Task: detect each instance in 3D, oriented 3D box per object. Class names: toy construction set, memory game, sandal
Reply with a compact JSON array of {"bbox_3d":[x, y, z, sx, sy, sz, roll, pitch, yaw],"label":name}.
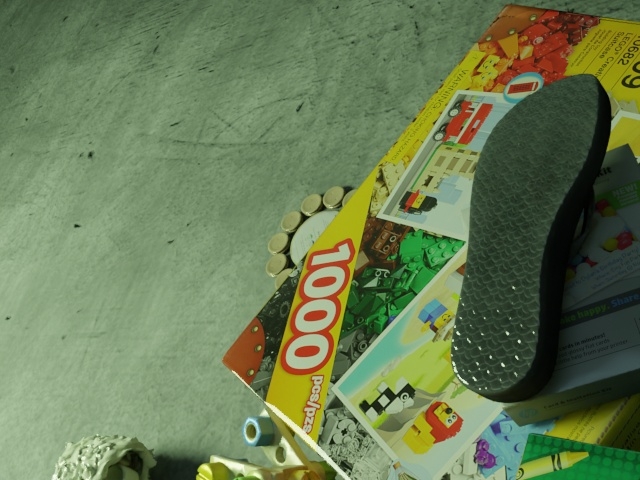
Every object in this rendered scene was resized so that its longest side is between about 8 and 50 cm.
[{"bbox_3d":[0.001,0.302,0.666,0.327,0.151,0.215,15,94,59],"label":"toy construction set"},{"bbox_3d":[0.000,0.000,1.046,0.186,0.012,0.186,-22,45,24],"label":"memory game"},{"bbox_3d":[0.156,-0.005,0.553,0.097,0.054,0.255,3,69,48],"label":"sandal"}]

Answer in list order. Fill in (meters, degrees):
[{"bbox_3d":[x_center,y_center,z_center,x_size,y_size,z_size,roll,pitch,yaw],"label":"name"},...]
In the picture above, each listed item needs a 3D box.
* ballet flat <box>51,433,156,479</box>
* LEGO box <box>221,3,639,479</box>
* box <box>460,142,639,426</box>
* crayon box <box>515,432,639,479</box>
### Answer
[{"bbox_3d":[-0.272,0.402,0.836,0.146,0.147,0.409,-20,47,26],"label":"ballet flat"},{"bbox_3d":[0.203,0.041,0.713,0.500,0.193,0.372,-52,41,-8],"label":"LEGO box"},{"bbox_3d":[0.191,0.029,0.557,0.145,0.038,0.186,-23,45,23],"label":"box"},{"bbox_3d":[0.205,0.256,0.471,0.081,0.278,0.165,-2,56,46],"label":"crayon box"}]
